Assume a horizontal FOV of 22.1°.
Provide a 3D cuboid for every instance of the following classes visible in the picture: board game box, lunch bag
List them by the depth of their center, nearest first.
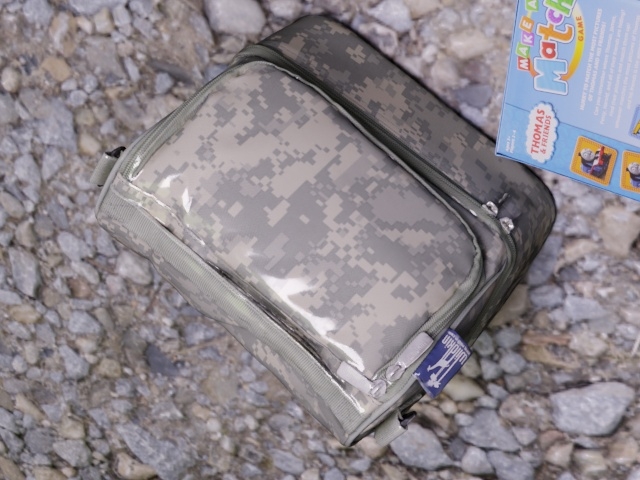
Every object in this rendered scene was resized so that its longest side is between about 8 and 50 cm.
[{"bbox_3d":[0.238,-0.107,1.203,0.211,0.039,0.160,21,124,24],"label":"board game box"},{"bbox_3d":[0.000,0.000,1.284,0.305,0.256,0.212,40,131,9],"label":"lunch bag"}]
